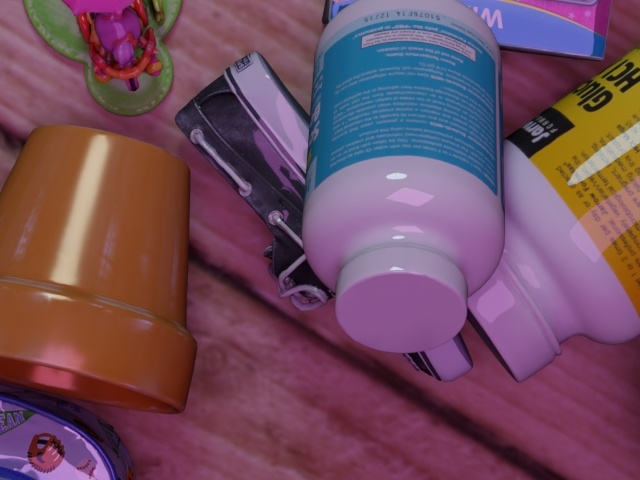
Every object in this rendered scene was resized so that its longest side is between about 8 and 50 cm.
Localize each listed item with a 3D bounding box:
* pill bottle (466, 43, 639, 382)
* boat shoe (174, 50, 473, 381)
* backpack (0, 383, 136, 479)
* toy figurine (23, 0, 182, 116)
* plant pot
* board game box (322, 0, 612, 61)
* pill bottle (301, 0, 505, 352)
[{"bbox_3d":[0.249,-0.040,1.513,0.334,0.188,0.188,-35,97,-1],"label":"pill bottle"},{"bbox_3d":[-0.001,0.000,1.539,0.105,0.113,0.306,-37,94,7],"label":"boat shoe"},{"bbox_3d":[-0.266,0.243,1.503,0.276,0.213,0.263,12,84,-2],"label":"backpack"},{"bbox_3d":[-0.164,-0.176,1.484,0.130,0.159,0.173,-15,97,-2],"label":"toy figurine"},{"bbox_3d":[-0.182,0.019,1.495,0.205,0.205,0.188,14,79,-5],"label":"plant pot"},{"bbox_3d":[0.132,-0.305,1.526,0.224,0.097,0.303,7,96,-5],"label":"board game box"},{"bbox_3d":[0.061,-0.049,1.415,0.146,0.264,0.146,2,138,2],"label":"pill bottle"}]
